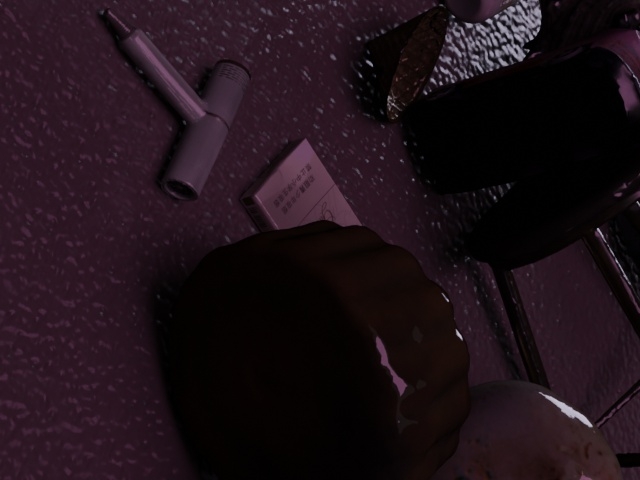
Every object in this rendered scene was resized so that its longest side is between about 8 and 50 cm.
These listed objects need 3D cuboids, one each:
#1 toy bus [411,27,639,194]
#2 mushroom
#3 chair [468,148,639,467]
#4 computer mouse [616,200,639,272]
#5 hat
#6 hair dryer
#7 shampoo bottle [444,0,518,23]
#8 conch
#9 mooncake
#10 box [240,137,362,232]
[{"bbox_3d":[0.246,-0.146,1.789,0.147,0.303,0.127,-38,107,-47],"label":"toy bus"},{"bbox_3d":[0.214,0.282,1.766,0.243,0.243,0.243,10,75,-44],"label":"mushroom"},{"bbox_3d":[0.402,0.079,1.859,0.365,0.362,0.410,-40,100,-24],"label":"chair"},{"bbox_3d":[0.466,-0.095,2.128,0.188,0.122,0.371,-10,93,-34],"label":"computer mouse"},{"bbox_3d":[0.081,-0.211,1.807,0.146,0.067,0.146,-55,161,-29],"label":"hat"},{"bbox_3d":[-0.162,-0.149,1.562,0.183,0.044,0.155,37,57,-29],"label":"hair dryer"},{"bbox_3d":[0.226,-0.324,1.961,0.192,0.074,0.074,-32,106,-45],"label":"shampoo bottle"},{"bbox_3d":[0.362,-0.250,1.937,0.313,0.186,0.240,-39,139,-6],"label":"conch"},{"bbox_3d":[0.006,0.124,1.500,0.161,0.290,0.290,-20,97,-47],"label":"mooncake"},{"bbox_3d":[0.000,0.000,1.701,0.198,0.029,0.109,57,48,-20],"label":"box"}]
